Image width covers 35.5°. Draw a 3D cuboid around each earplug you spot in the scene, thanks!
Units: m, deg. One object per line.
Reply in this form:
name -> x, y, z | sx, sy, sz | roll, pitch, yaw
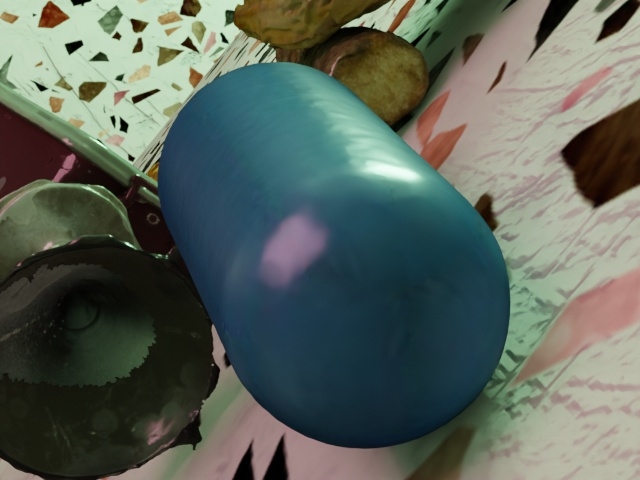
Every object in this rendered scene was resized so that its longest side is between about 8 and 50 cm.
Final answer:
earplug -> 0.000, 0.000, 0.442 | 0.132, 0.132, 0.273 | -50, 18, 5

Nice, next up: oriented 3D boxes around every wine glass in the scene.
wine glass -> -0.163, 0.040, 0.664 | 0.156, 0.156, 0.232 | -51, 24, 1

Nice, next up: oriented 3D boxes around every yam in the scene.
yam -> 0.013, -0.143, 0.824 | 0.081, 0.081, 0.356 | -50, 17, 6

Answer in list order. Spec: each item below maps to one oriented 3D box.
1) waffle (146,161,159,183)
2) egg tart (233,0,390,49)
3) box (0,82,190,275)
waffle -> -0.214, -0.051, 1.309 | 0.283, 0.065, 0.309 | -48, 12, 3
egg tart -> 0.049, -0.249, 0.755 | 0.290, 0.115, 0.290 | -28, 17, 10
box -> -0.237, -0.013, 0.908 | 0.294, 0.193, 0.167 | 29, 86, 51
